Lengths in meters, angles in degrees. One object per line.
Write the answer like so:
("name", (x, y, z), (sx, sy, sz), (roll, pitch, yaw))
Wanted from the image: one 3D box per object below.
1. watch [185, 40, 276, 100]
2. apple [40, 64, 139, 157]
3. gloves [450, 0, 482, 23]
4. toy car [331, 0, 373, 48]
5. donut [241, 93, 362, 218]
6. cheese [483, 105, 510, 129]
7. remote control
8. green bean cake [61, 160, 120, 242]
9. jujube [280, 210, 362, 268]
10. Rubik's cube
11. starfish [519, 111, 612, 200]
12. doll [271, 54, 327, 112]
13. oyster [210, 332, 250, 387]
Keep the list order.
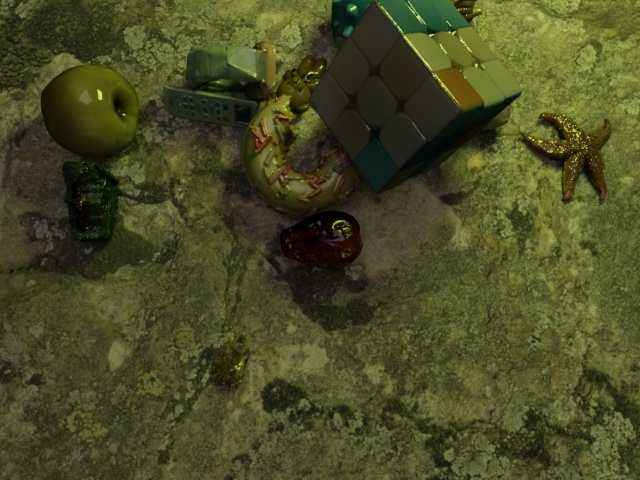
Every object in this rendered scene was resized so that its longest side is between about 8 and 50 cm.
("watch", (-0.268, -0.500, 1.374), (0.241, 0.253, 0.162), (2, 97, -19))
("apple", (-0.655, -0.369, 1.343), (0.262, 0.262, 0.262), (0, 79, -1))
("gloves", (0.330, -0.753, 1.471), (0.356, 0.203, 0.155), (12, 101, 7))
("toy car", (0.119, -0.671, 1.403), (0.188, 0.255, 0.190), (26, 47, 15))
("donut", (-0.064, -0.232, 1.361), (0.371, 0.150, 0.307), (35, 85, -1))
("cheese", (0.469, -0.435, 1.419), (0.198, 0.154, 0.189), (1, 74, 0))
("remote control", (-0.332, -0.410, 1.434), (0.293, 0.103, 0.051), (12, 54, 2))
("green bean cake", (-0.646, -0.102, 1.320), (0.107, 0.193, 0.208), (4, 80, -6))
("jujube", (0.000, 0.000, 1.329), (0.236, 0.168, 0.168), (-4, 79, 5))
("Rubik's cube", (0.243, -0.387, 1.251), (0.344, 0.346, 0.347), (-28, 81, -40))
("starfish", (0.780, -0.266, 1.439), (0.299, 0.060, 0.303), (-9, 80, -5))
("doll", (-0.059, -0.499, 1.455), (0.137, 0.097, 0.210), (23, 74, 9))
("oyster", (-0.245, 0.343, 1.320), (0.146, 0.045, 0.122), (-30, 95, -6))
